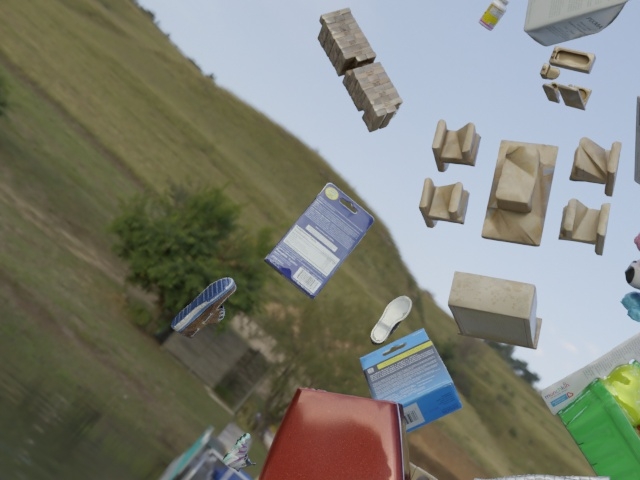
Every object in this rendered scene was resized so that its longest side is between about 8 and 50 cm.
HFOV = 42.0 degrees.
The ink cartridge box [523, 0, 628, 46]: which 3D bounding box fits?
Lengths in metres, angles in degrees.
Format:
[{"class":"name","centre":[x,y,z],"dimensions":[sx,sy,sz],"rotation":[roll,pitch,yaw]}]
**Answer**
[{"class":"ink cartridge box","centre":[0.611,-0.589,1.700],"dimensions":[0.091,0.308,0.385],"rotation":[21,-14,-37]}]

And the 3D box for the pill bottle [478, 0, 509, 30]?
[{"class":"pill bottle","centre":[0.436,-0.570,2.087],"dimensions":[0.043,0.083,0.043],"rotation":[30,22,-14]}]

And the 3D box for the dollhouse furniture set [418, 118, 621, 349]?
[{"class":"dollhouse furniture set","centre":[0.394,-0.006,1.712],"dimensions":[0.362,0.394,0.256],"rotation":[10,-17,19]}]

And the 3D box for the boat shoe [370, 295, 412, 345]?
[{"class":"boat shoe","centre":[0.149,0.172,1.769],"dimensions":[0.046,0.125,0.038],"rotation":[33,-19,10]}]

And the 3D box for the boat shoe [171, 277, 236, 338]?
[{"class":"boat shoe","centre":[-0.253,0.155,1.896],"dimensions":[0.066,0.183,0.066],"rotation":[45,19,-25]}]

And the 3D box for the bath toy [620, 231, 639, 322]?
[{"class":"bath toy","centre":[0.871,0.035,2.172],"dimensions":[0.151,0.129,0.348],"rotation":[20,-65,42]}]

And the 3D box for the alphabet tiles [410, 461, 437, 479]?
[{"class":"alphabet tiles","centre":[0.136,0.658,1.930],"dimensions":[0.285,0.343,0.011],"rotation":[28,12,34]}]

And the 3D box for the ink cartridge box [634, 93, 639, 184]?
[{"class":"ink cartridge box","centre":[0.879,-0.292,2.010],"dimensions":[0.066,0.261,0.296],"rotation":[49,-12,40]}]

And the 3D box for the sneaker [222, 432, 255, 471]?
[{"class":"sneaker","centre":[-0.177,0.502,1.954],"dimensions":[0.069,0.098,0.038],"rotation":[37,20,-5]}]

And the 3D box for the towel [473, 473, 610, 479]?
[{"class":"towel","centre":[0.402,0.520,1.399],"dimensions":[0.283,0.235,0.121],"rotation":[-3,-27,16]}]

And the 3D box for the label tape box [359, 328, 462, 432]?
[{"class":"label tape box","centre":[0.272,0.436,2.565],"dimensions":[0.334,0.240,0.106],"rotation":[-108,173,-67]}]

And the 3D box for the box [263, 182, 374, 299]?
[{"class":"box","centre":[0.000,0.000,1.803],"dimensions":[0.136,0.225,0.036],"rotation":[39,-13,0]}]

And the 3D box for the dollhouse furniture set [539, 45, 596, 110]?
[{"class":"dollhouse furniture set","centre":[0.657,-0.455,2.222],"dimensions":[0.144,0.151,0.123],"rotation":[22,-4,30]}]

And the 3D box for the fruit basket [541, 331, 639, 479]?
[{"class":"fruit basket","centre":[0.659,0.330,1.638],"dimensions":[0.327,0.353,0.165],"rotation":[55,0,-9]}]

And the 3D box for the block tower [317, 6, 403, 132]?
[{"class":"block tower","centre":[0.103,-0.460,2.240],"dimensions":[0.336,0.091,0.097],"rotation":[64,-21,15]}]

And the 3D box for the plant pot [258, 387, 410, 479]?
[{"class":"plant pot","centre":[0.042,0.398,1.514],"dimensions":[0.267,0.236,0.267],"rotation":[8,-10,11]}]
